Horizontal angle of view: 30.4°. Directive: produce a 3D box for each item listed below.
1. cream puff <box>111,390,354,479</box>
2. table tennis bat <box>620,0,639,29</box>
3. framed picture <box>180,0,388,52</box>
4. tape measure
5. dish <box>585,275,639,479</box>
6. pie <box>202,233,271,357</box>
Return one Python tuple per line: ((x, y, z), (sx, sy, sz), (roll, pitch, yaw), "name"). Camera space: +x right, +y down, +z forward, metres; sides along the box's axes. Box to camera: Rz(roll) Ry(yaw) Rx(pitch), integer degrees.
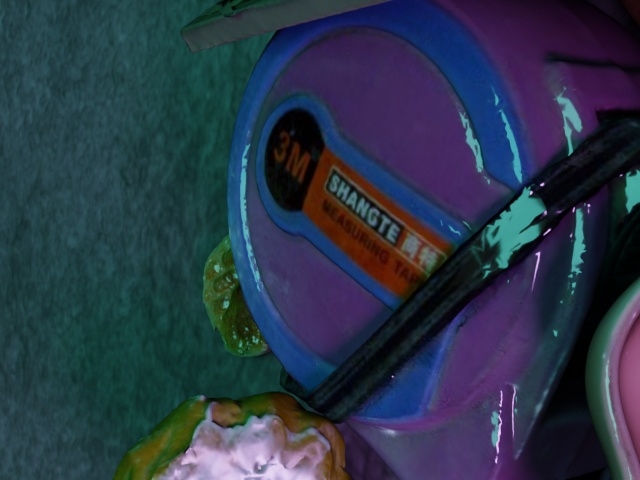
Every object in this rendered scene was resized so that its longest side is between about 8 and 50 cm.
((-0.047, 0.154, 0.669), (0.156, 0.156, 0.121), (-9, 50, 45), "cream puff")
((0.233, -0.134, 0.459), (0.310, 0.038, 0.200), (42, 114, 39), "table tennis bat")
((0.060, -0.153, 0.494), (0.019, 0.209, 0.281), (56, 164, -17), "framed picture")
((0.062, -0.003, 0.559), (0.231, 0.149, 0.245), (44, 124, 41), "tape measure")
((0.181, 0.088, 0.436), (0.090, 0.213, 0.213), (147, 121, -77), "dish")
((-0.047, 0.033, 0.750), (0.084, 0.020, 0.084), (-3, 85, 45), "pie")
